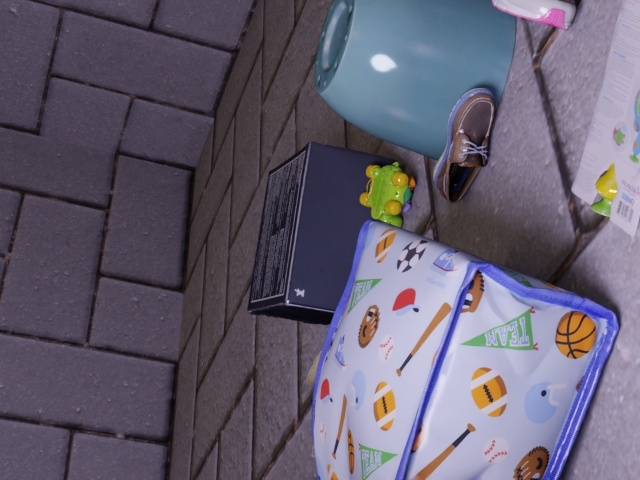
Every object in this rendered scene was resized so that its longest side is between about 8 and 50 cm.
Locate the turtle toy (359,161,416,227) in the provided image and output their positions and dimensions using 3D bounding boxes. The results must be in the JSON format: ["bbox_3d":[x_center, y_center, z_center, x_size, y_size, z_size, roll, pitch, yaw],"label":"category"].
[{"bbox_3d":[0.120,-0.071,1.719,0.095,0.066,0.130,23,103,50],"label":"turtle toy"}]

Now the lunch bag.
[{"bbox_3d":[0.132,0.203,1.172,0.385,0.239,0.328,-69,18,2],"label":"lunch bag"}]

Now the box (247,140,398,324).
[{"bbox_3d":[0.000,0.000,1.869,0.294,0.183,0.296,159,121,-73],"label":"box"}]

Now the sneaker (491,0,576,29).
[{"bbox_3d":[0.284,-0.368,1.318,0.252,0.103,0.111,-97,23,-48],"label":"sneaker"}]

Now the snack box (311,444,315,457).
[{"bbox_3d":[0.022,0.369,1.806,0.178,0.022,0.064,164,118,-72],"label":"snack box"}]

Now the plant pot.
[{"bbox_3d":[0.127,-0.286,1.555,0.293,0.235,0.292,-168,90,-74],"label":"plant pot"}]

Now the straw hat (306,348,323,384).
[{"bbox_3d":[0.045,0.220,1.758,0.061,0.144,0.144,41,128,23],"label":"straw hat"}]

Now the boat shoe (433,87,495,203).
[{"bbox_3d":[0.217,-0.133,1.456,0.066,0.066,0.183,-103,20,-48],"label":"boat shoe"}]

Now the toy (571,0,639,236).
[{"bbox_3d":[0.338,-0.136,1.039,0.137,0.056,0.237,-121,41,-63],"label":"toy"}]
